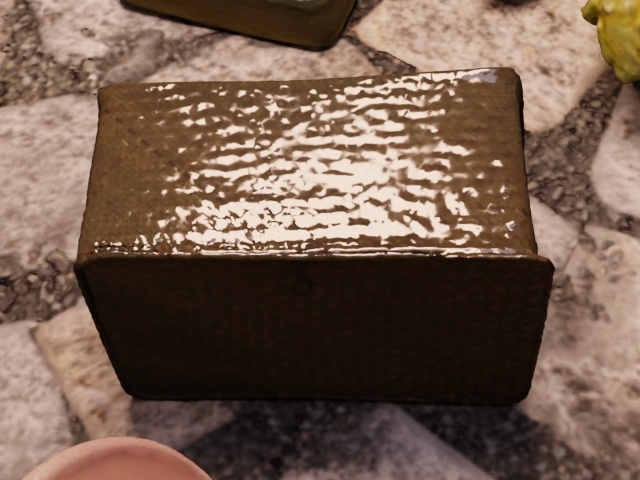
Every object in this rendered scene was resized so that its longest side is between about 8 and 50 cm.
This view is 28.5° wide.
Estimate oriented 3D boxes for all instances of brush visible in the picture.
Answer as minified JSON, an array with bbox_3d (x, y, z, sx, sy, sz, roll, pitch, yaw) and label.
[{"bbox_3d":[-0.064,-0.236,1.042,0.197,0.059,0.123,14,56,14],"label":"brush"}]

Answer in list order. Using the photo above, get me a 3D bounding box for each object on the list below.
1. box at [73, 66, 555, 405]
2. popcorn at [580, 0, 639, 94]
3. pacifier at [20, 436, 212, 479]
[{"bbox_3d":[0.000,0.002,0.797,0.273,0.184,0.143,-1,57,4],"label":"box"},{"bbox_3d":[0.280,-0.185,0.927,0.198,0.198,0.212,-15,30,-6],"label":"popcorn"},{"bbox_3d":[-0.131,0.259,0.622,0.220,0.273,0.332,25,55,-11],"label":"pacifier"}]
